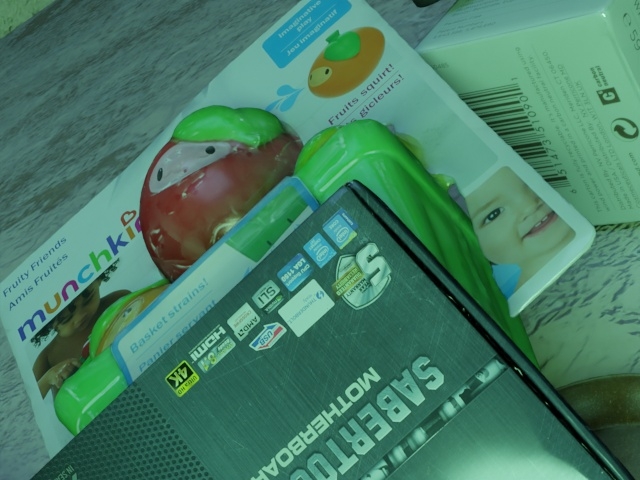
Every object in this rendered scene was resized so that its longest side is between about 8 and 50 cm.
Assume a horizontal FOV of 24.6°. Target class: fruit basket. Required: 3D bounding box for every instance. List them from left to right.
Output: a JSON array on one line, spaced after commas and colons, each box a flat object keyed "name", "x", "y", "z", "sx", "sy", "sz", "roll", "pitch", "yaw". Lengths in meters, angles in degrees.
[{"name": "fruit basket", "x": -0.050, "y": 0.012, "z": 0.850, "sx": 0.327, "sy": 0.165, "sz": 0.353, "roll": -42, "pitch": 44, "yaw": 6}]

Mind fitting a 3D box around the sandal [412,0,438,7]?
[{"name": "sandal", "x": 0.164, "y": -0.233, "z": 0.961, "sx": 0.254, "sy": 0.054, "sz": 0.097, "roll": -38, "pitch": 15, "yaw": 9}]

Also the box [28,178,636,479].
[{"name": "box", "x": -0.005, "y": 0.118, "z": 0.647, "sx": 0.232, "sy": 0.183, "sz": 0.059, "roll": -43, "pitch": -15, "yaw": 6}]

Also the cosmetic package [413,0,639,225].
[{"name": "cosmetic package", "x": 0.188, "y": -0.121, "z": 0.953, "sx": 0.151, "sy": 0.151, "sz": 0.184, "roll": -6, "pitch": 35, "yaw": 45}]

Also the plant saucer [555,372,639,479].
[{"name": "plant saucer", "x": 0.121, "y": 0.130, "z": 0.703, "sx": 0.168, "sy": 0.029, "sz": 0.168, "roll": -27, "pitch": 25, "yaw": 14}]
